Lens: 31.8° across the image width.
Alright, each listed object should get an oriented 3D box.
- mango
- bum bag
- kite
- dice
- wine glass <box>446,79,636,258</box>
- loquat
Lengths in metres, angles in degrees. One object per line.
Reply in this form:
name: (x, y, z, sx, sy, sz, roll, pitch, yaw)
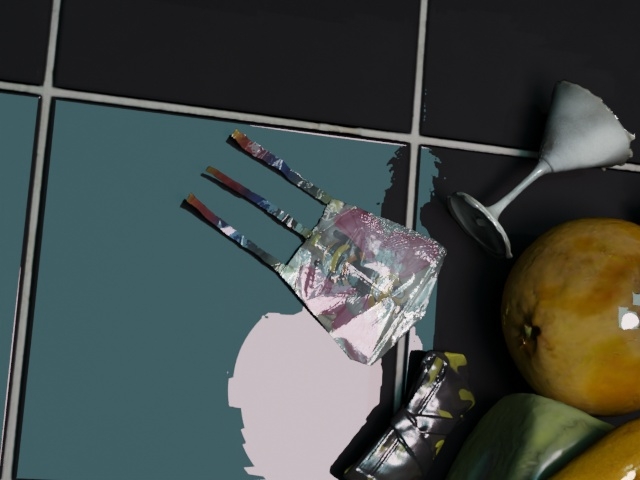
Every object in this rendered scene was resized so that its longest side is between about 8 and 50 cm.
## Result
mango: (0.379, 0.287, 1.269, 0.316, 0.119, 0.176, -12, 86, -9)
bum bag: (0.129, 0.249, 1.497, 0.106, 0.060, 0.232, 41, 78, -17)
kite: (-0.001, 0.000, 1.508, 0.360, 0.022, 0.204, 38, 77, -12)
dice: (0.303, 0.355, 1.433, 0.249, 0.254, 0.252, 29, 79, -7)
wine glass: (0.293, -0.091, 1.533, 0.232, 0.156, 0.156, -41, 96, -11)
loquat: (0.365, 0.100, 1.476, 0.263, 0.263, 0.263, 1, 84, -14)
